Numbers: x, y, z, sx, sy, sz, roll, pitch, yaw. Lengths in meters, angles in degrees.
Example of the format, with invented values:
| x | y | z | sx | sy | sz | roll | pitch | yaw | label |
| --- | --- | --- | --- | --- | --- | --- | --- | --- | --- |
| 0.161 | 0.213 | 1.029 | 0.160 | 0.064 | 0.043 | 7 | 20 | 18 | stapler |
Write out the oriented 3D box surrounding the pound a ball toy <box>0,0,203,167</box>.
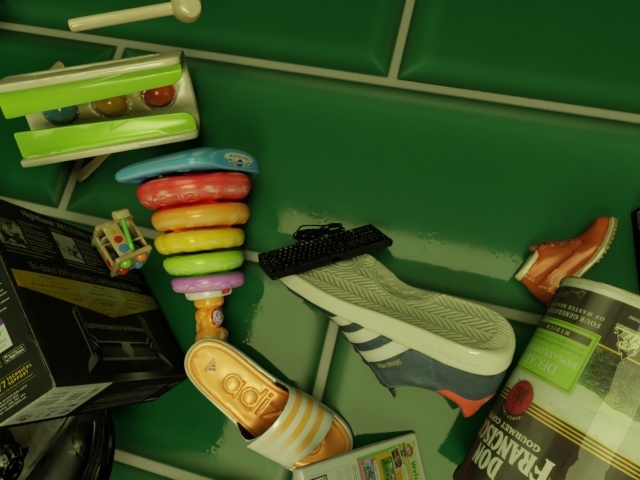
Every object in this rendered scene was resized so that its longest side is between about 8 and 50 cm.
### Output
| x | y | z | sx | sy | sz | roll | pitch | yaw | label |
| --- | --- | --- | --- | --- | --- | --- | --- | --- | --- |
| -0.320 | -0.253 | 0.791 | 0.318 | 0.136 | 0.208 | -12 | 117 | -6 | pound a ball toy |

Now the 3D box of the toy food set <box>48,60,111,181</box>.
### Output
| x | y | z | sx | sy | sz | roll | pitch | yaw | label |
| --- | --- | --- | --- | --- | --- | --- | --- | --- | --- |
| -0.426 | -0.201 | 0.890 | 0.132 | 0.038 | 0.192 | -41 | 85 | 2 | toy food set |

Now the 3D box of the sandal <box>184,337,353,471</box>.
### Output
| x | y | z | sx | sy | sz | roll | pitch | yaw | label |
| --- | --- | --- | --- | --- | --- | --- | --- | --- | --- |
| -0.076 | 0.232 | 0.682 | 0.265 | 0.076 | 0.102 | 35 | 85 | -2 | sandal |

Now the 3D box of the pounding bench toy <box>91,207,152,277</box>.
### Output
| x | y | z | sx | sy | sz | roll | pitch | yaw | label |
| --- | --- | --- | --- | --- | --- | --- | --- | --- | --- |
| -0.264 | 0.003 | 0.688 | 0.052 | 0.083 | 0.065 | -28 | 79 | -39 | pounding bench toy |

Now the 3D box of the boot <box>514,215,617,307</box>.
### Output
| x | y | z | sx | sy | sz | roll | pitch | yaw | label |
| --- | --- | --- | --- | --- | --- | --- | --- | --- | --- |
| 0.344 | 0.016 | 0.714 | 0.084 | 0.059 | 0.158 | 39 | 85 | 20 | boot |

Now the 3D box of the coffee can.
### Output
| x | y | z | sx | sy | sz | roll | pitch | yaw | label |
| --- | --- | --- | --- | --- | --- | --- | --- | --- | --- |
| 0.307 | 0.209 | 0.581 | 0.201 | 0.201 | 0.276 | 29 | 87 | 14 | coffee can |

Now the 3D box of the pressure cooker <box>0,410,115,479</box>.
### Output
| x | y | z | sx | sy | sz | roll | pitch | yaw | label |
| --- | --- | --- | --- | --- | --- | --- | --- | --- | --- |
| -0.470 | 0.313 | 0.588 | 0.419 | 0.375 | 0.370 | 1 | 73 | 9 | pressure cooker |

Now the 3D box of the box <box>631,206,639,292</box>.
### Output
| x | y | z | sx | sy | sz | roll | pitch | yaw | label |
| --- | --- | --- | --- | --- | --- | --- | --- | --- | --- |
| 0.520 | 0.067 | 0.681 | 0.159 | 0.044 | 0.233 | 1 | 76 | 8 | box |

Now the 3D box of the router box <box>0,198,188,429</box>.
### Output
| x | y | z | sx | sy | sz | roll | pitch | yaw | label |
| --- | --- | --- | --- | --- | --- | --- | --- | --- | --- |
| -0.311 | 0.093 | 0.653 | 0.081 | 0.309 | 0.243 | -34 | 73 | 2 | router box |

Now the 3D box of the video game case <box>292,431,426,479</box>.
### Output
| x | y | z | sx | sy | sz | roll | pitch | yaw | label |
| --- | --- | --- | --- | --- | --- | --- | --- | --- | --- |
| 0.067 | 0.364 | 0.618 | 0.193 | 0.023 | 0.213 | 0 | 71 | -37 | video game case |

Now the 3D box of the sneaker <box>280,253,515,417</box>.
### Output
| x | y | z | sx | sy | sz | roll | pitch | yaw | label |
| --- | --- | --- | --- | --- | --- | --- | --- | --- | --- |
| 0.075 | 0.122 | 0.698 | 0.349 | 0.148 | 0.131 | 26 | 38 | 32 | sneaker |

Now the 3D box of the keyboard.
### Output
| x | y | z | sx | sy | sz | roll | pitch | yaw | label |
| --- | --- | --- | --- | --- | --- | --- | --- | --- | --- |
| 0.000 | 0.000 | 0.724 | 0.191 | 0.100 | 0.038 | -15 | 116 | -24 | keyboard |

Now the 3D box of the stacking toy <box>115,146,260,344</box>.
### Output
| x | y | z | sx | sy | sz | roll | pitch | yaw | label |
| --- | --- | --- | --- | --- | --- | --- | --- | --- | --- |
| -0.170 | 0.026 | 0.743 | 0.165 | 0.175 | 0.302 | -6 | 89 | 24 | stacking toy |
